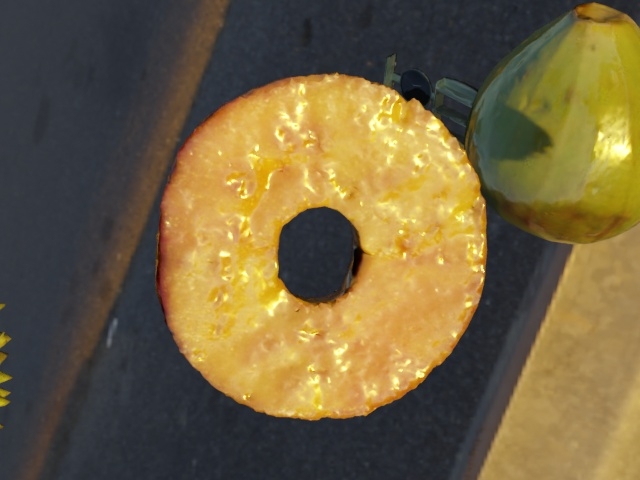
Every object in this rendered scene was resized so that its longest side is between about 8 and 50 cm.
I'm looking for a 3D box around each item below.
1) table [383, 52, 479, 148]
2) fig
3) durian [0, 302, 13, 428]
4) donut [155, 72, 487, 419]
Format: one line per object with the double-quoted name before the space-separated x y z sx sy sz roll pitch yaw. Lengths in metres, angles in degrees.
"table" 0.124 -0.131 1.303 0.146 0.062 0.175 32 137 32
"fig" 0.248 -0.103 0.976 0.230 0.207 0.207 119 149 -64
"durian" -0.291 0.091 0.524 0.291 0.291 0.224 -25 102 51
"donut" 0.000 0.000 0.441 0.058 0.152 0.152 -95 25 -74
